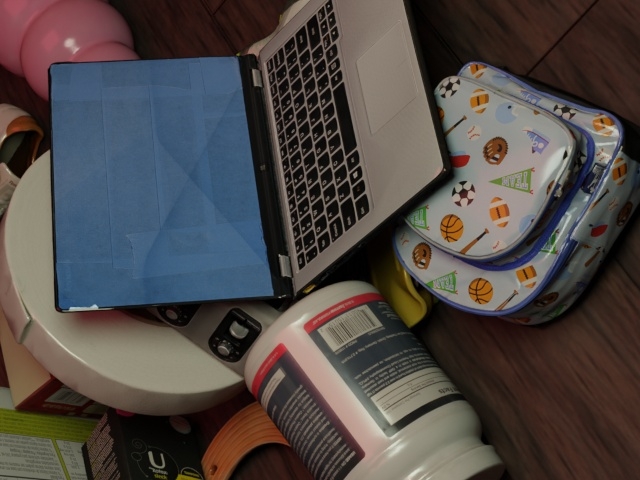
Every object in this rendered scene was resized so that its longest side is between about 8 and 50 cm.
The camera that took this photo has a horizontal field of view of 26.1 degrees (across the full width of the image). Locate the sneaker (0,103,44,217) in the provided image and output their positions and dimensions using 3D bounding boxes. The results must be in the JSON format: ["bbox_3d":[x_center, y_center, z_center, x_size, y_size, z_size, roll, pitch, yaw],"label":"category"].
[{"bbox_3d":[-0.541,-0.077,2.237,0.123,0.106,0.290,29,95,45],"label":"sneaker"}]

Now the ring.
[{"bbox_3d":[-0.060,0.362,1.716,0.336,0.032,0.337,-19,64,45],"label":"ring"}]

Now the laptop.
[{"bbox_3d":[-0.101,-0.144,1.572,0.408,0.236,0.382,-40,45,35],"label":"laptop"}]

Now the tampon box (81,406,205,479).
[{"bbox_3d":[-0.229,0.311,1.814,0.101,0.120,0.161,-53,38,27],"label":"tampon box"}]

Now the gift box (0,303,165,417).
[{"bbox_3d":[-0.317,0.087,1.896,0.276,0.255,0.258,-33,60,26],"label":"gift box"}]

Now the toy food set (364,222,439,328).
[{"bbox_3d":[0.103,0.004,1.665,0.128,0.071,0.218,131,129,-69],"label":"toy food set"}]

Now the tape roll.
[{"bbox_3d":[-0.213,0.033,1.734,0.072,0.392,0.392,-52,45,50],"label":"tape roll"}]

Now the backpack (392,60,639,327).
[{"bbox_3d":[0.208,-0.043,1.517,0.276,0.213,0.263,32,107,41],"label":"backpack"}]

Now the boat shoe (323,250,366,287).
[{"bbox_3d":[0.000,0.000,1.769,0.066,0.066,0.183,-39,55,26],"label":"boat shoe"}]

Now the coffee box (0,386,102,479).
[{"bbox_3d":[-0.443,0.428,1.845,0.337,0.338,0.334,-46,53,22],"label":"coffee box"}]

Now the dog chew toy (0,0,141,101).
[{"bbox_3d":[-0.381,-0.297,2.112,0.332,0.206,0.207,47,109,30],"label":"dog chew toy"}]

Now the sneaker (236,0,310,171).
[{"bbox_3d":[0.016,-0.248,1.805,0.385,0.145,0.147,-46,69,27],"label":"sneaker"}]

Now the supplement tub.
[{"bbox_3d":[0.058,0.198,1.552,0.191,0.191,0.272,-47,65,20],"label":"supplement tub"}]

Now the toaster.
[{"bbox_3d":[-0.098,0.044,1.668,0.186,0.168,0.110,-56,3,-41],"label":"toaster"}]
